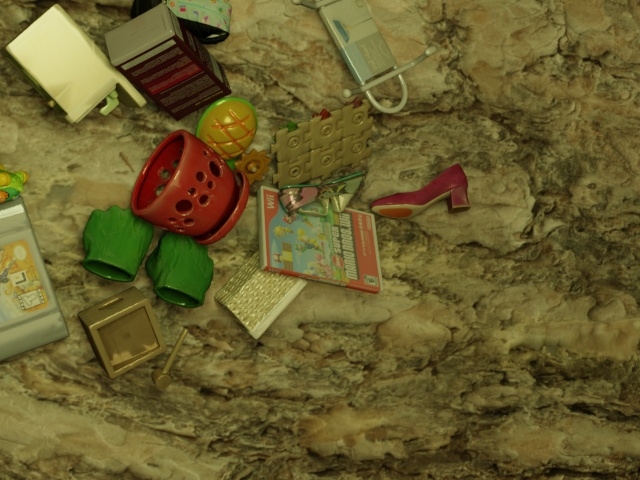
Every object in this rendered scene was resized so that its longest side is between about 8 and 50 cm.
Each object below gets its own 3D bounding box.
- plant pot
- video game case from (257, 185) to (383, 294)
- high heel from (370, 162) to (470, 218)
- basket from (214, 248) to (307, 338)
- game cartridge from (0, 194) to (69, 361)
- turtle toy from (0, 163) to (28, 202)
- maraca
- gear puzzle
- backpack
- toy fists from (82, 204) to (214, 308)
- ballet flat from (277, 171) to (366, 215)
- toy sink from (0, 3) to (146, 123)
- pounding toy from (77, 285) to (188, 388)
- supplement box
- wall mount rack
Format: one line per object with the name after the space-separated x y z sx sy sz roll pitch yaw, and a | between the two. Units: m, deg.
-0.250 -0.093 1.661 0.174 0.191 0.191 34 85 -31 | plant pot
0.000 0.000 1.827 0.285 0.025 0.204 13 53 -25 | video game case
0.227 -0.119 1.963 0.244 0.082 0.117 -6 70 -9 | high heel
-0.131 0.108 1.807 0.167 0.113 0.103 -48 112 -10 | basket
-0.619 0.083 1.618 0.198 0.062 0.297 -22 107 -24 | game cartridge
-0.608 -0.106 1.566 0.130 0.095 0.066 16 99 6 | turtle toy
-0.198 -0.208 1.733 0.127 0.099 0.185 11 120 -29 | maraca
-0.038 -0.194 1.810 0.339 0.044 0.175 -23 138 -21 | gear puzzle
-0.258 -0.440 1.641 0.182 0.152 0.115 4 94 -30 | backpack
-0.339 0.029 1.692 0.279 0.096 0.142 24 58 -25 | toy fists
0.009 -0.094 1.840 0.222 0.077 0.079 -14 88 -33 | ballet flat
-0.459 -0.298 1.567 0.131 0.153 0.234 -46 115 -10 | toy sink
-0.367 0.204 1.736 0.181 0.094 0.206 -27 118 -23 | pounding toy
-0.279 -0.327 1.589 0.130 0.073 0.239 -24 155 11 | supplement box
0.073 -0.418 1.734 0.304 0.130 0.350 -32 94 -34 | wall mount rack
